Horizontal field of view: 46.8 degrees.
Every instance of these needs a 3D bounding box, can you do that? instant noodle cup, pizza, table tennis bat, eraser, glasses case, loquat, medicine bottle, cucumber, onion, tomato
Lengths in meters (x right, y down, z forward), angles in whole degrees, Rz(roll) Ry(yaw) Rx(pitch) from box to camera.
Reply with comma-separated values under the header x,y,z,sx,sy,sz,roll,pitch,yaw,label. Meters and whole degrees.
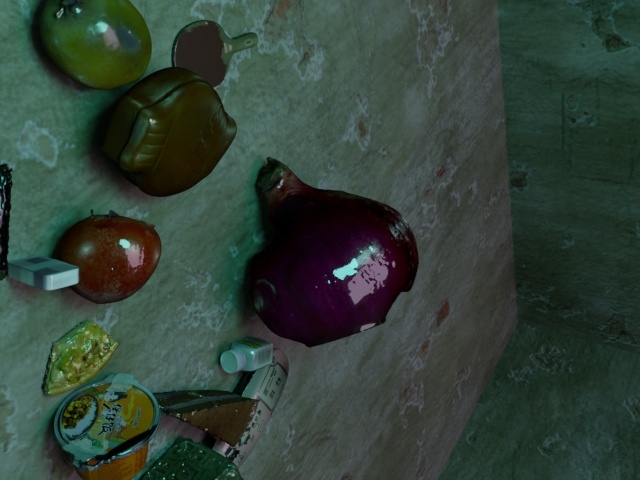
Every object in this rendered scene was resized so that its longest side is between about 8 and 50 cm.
x,y,z,sx,sy,sz,roll,pitch,yaw,label
-0.372,0.353,1.311,0.208,0.177,0.126,-57,159,-52,instant noodle cup
-0.418,0.203,1.291,0.160,0.035,0.099,-40,133,-45,pizza
-0.203,-0.369,1.444,0.234,0.022,0.131,-37,130,-45,table tennis bat
-0.430,0.049,1.148,0.065,0.105,0.026,-14,113,-55,eraser
-0.165,0.395,1.729,0.314,0.075,0.122,-60,148,-26,glasses case
-0.338,-0.308,1.136,0.152,0.152,0.195,-70,156,-12,loquat
-0.169,0.260,1.674,0.118,0.074,0.055,-13,113,-55,medicine bottle
-0.482,-0.025,1.096,0.053,0.053,0.182,2,97,-58,cucumber
0.000,0.000,1.626,0.398,0.398,0.420,-37,109,-47,onion
-0.348,0.030,1.226,0.167,0.167,0.167,-27,124,-51,tomato

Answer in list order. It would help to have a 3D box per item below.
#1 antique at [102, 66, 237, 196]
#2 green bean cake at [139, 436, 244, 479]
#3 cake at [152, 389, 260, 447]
x,y,z,sx,sy,sz,roll,pitch,yaw,label
-0.259,-0.188,1.270,0.278,0.129,0.224,-22,142,-60,antique
-0.270,0.501,1.509,0.181,0.173,0.094,-40,134,-41,green bean cake
-0.250,0.365,1.543,0.295,0.115,0.113,28,77,-58,cake
